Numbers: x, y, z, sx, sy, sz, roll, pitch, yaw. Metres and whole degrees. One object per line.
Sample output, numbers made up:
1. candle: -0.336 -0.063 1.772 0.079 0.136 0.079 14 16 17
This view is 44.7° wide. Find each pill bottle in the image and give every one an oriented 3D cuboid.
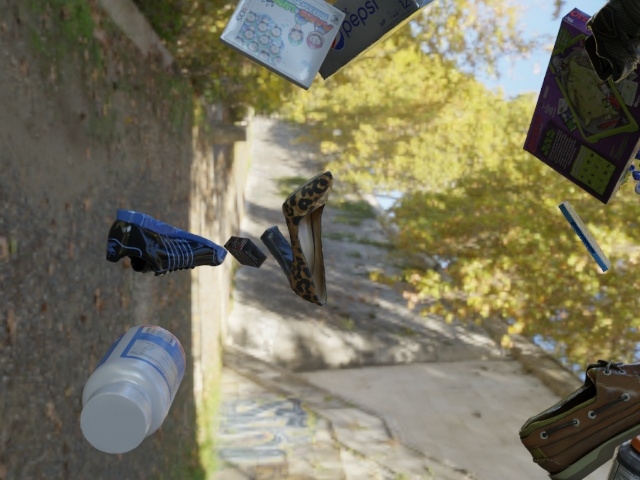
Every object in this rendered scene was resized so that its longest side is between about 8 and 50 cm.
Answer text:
1. pill bottle: -0.276 0.217 1.141 0.221 0.124 0.124 -85 175 -75
2. pill bottle: 0.775 0.579 1.902 0.130 0.130 0.246 -100 -162 -65

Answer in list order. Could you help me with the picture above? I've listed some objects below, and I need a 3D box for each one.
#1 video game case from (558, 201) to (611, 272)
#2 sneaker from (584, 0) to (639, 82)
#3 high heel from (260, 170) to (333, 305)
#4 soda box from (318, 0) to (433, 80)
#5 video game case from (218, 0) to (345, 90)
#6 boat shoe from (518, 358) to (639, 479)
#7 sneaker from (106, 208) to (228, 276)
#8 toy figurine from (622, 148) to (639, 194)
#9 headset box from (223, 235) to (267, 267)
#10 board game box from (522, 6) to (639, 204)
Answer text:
1. video game case: 0.570 -0.011 1.675 0.166 0.015 0.119 58 21 9
2. sneaker: 0.406 -0.254 0.935 0.130 0.227 0.087 -40 -116 54
3. high heel: 0.000 0.000 1.440 0.186 0.093 0.261 53 -41 11
4. soda box: 0.081 -0.383 1.323 0.098 0.091 0.286 57 -34 -6
5. video game case: -0.057 -0.332 1.212 0.143 0.157 0.019 -65 -169 -13
6. boat shoe: 0.423 0.220 1.107 0.104 0.307 0.111 50 3 8
7. sneaker: -0.259 0.021 1.308 0.081 0.232 0.091 9 -100 45
8. toy figurine: 0.695 -0.258 1.716 0.362 0.191 0.217 -137 -148 -60
9. headset box: -0.154 0.024 1.616 0.083 0.062 0.032 9 -123 54
10. board game box: 0.495 -0.234 1.422 0.056 0.208 0.347 -44 157 -23
